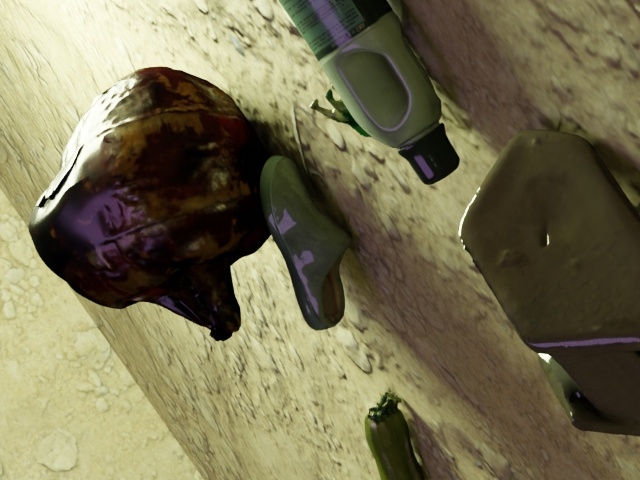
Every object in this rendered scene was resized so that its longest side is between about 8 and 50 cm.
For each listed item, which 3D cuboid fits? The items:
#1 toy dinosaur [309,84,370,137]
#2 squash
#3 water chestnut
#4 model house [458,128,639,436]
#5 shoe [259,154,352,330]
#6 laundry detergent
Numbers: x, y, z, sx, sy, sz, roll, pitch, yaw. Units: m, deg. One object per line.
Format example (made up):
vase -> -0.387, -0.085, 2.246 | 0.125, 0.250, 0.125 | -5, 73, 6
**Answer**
toy dinosaur -> 0.022, -0.114, 1.673 | 0.060, 0.029, 0.119 | 45, 163, -4
squash -> 0.083, 0.241, 2.093 | 0.052, 0.052, 0.183 | 39, 157, 43
water chestnut -> -0.160, -0.042, 1.927 | 0.244, 0.289, 0.289 | 26, 168, -14
model house -> 0.200, 0.047, 1.341 | 0.188, 0.122, 0.229 | 56, -178, -47
shoe -> 0.000, 0.000, 1.887 | 0.078, 0.079, 0.195 | -7, 110, 23
laundry detergent -> 0.040, -0.146, 1.487 | 0.226, 0.070, 0.099 | 58, 150, -2
